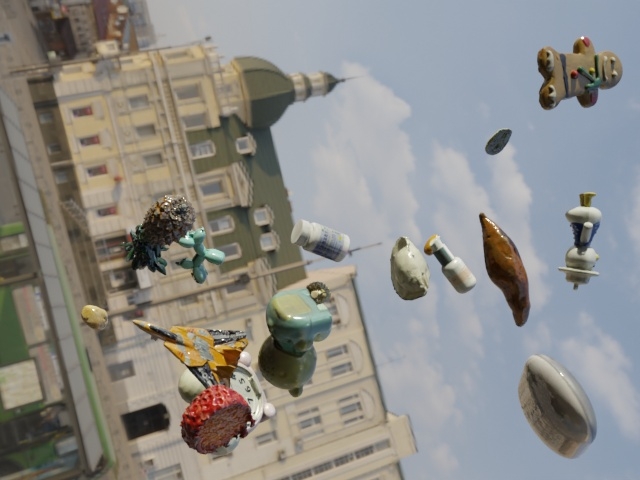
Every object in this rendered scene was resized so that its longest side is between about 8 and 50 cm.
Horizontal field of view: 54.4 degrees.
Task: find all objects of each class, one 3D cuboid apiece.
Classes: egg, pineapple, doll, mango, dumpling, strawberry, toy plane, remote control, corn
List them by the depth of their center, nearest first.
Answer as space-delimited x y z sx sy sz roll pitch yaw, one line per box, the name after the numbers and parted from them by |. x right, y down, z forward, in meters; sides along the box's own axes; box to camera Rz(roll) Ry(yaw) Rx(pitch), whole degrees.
-0.294 -0.013 1.159 0.221 0.103 0.083 -38 -149 44 | pineapple
-0.202 0.341 1.197 0.086 0.145 0.145 30 -45 40 | strawberry
0.542 0.387 1.442 0.221 0.103 0.332 59 -7 32 | remote control
-0.080 0.279 1.677 0.177 0.161 0.261 39 -52 44 | doll
-0.373 0.294 1.727 0.103 0.316 0.204 114 -3 -59 | toy plane
0.780 0.004 1.853 0.138 0.119 0.293 0 97 -81 | doll
-0.376 0.037 1.909 0.159 0.158 0.059 -51 -168 20 | doll
0.312 0.110 2.255 0.172 0.142 0.247 -39 -129 41 | dumpling
-0.007 0.191 2.259 0.288 0.086 0.087 42 32 -82 | corn
0.430 0.016 2.391 0.089 0.046 0.060 -60 -171 12 | mango
-0.029 0.335 2.626 0.149 0.149 0.192 107 -37 -59 | egg

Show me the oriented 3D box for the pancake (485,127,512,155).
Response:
0.567 -0.314 1.978 0.017 0.108 0.108 51 -28 31 | pancake

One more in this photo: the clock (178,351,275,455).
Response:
-0.362 0.609 2.358 0.184 0.325 0.342 -37 -102 29 | clock

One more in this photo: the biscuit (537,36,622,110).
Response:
0.731 -0.468 1.737 0.049 0.301 0.197 -167 -111 -65 | biscuit

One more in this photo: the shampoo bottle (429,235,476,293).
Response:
0.410 0.078 1.959 0.192 0.074 0.074 52 -17 -5 | shampoo bottle

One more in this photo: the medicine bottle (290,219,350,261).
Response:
0.000 0.000 2.135 0.103 0.186 0.103 -48 -150 40 | medicine bottle

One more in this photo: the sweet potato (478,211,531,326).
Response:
0.542 0.082 1.824 0.359 0.112 0.112 69 -18 6 | sweet potato

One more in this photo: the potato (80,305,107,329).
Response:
-0.676 0.230 1.864 0.062 0.083 0.068 -57 -163 25 | potato
